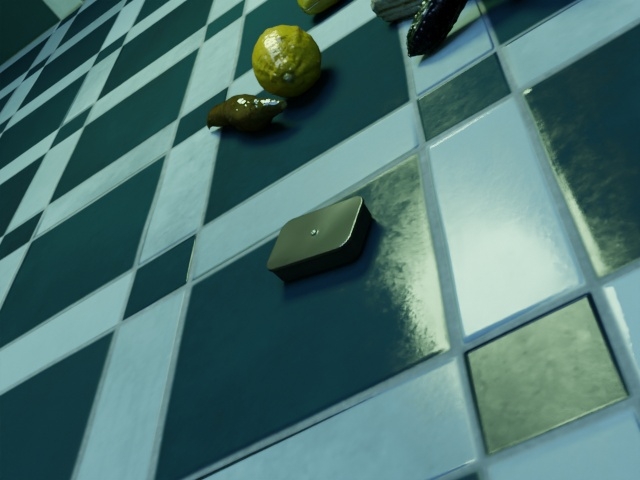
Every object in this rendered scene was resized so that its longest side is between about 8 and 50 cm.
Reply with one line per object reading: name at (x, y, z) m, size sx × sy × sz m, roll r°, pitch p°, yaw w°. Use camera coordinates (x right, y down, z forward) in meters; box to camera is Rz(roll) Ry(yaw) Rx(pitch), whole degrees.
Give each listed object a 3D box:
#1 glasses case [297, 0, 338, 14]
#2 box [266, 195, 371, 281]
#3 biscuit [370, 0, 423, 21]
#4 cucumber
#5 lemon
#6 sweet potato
glasses case at (0.057, -0.509, 1.668) m, size 0.234 × 0.064 × 0.079 m, roll -35°, pitch 30°, yaw 10°
box at (0.000, 0.000, 1.045) m, size 0.126 × 0.031 × 0.091 m, roll -19°, pitch 35°, yaw 33°
biscuit at (0.188, -0.409, 1.373) m, size 0.239 × 0.062 × 0.108 m, roll -7°, pitch 45°, yaw 48°
cucumber at (0.189, -0.367, 1.246) m, size 0.245 × 0.067 × 0.067 m, roll -68°, pitch 25°, yaw 14°
lemon at (-0.054, -0.290, 1.442) m, size 0.114 × 0.114 × 0.155 m, roll -33°, pitch 33°, yaw 13°
sweet potato at (-0.132, -0.213, 1.483) m, size 0.067 × 0.067 × 0.274 m, roll -50°, pitch 24°, yaw -18°
